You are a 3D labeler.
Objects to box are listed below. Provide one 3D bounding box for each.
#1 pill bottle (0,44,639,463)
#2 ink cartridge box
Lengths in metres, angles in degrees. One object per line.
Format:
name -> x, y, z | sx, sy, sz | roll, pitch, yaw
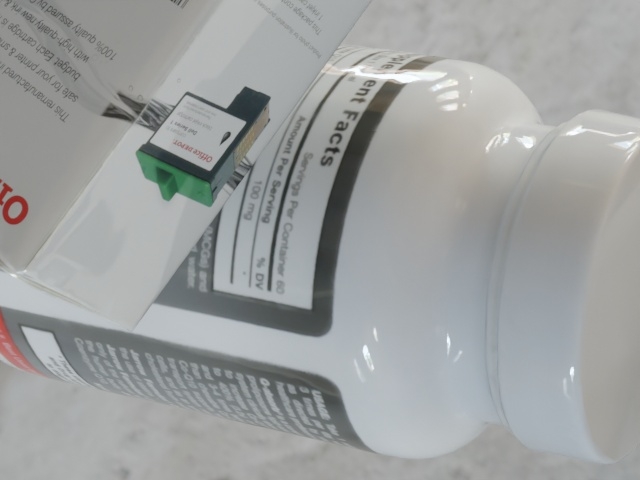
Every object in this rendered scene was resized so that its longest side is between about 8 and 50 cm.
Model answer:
pill bottle -> 0.000, 0.000, 1.038 | 0.363, 0.210, 0.210 | 11, 69, 27
ink cartridge box -> -0.097, -0.091, 0.924 | 0.160, 0.092, 0.219 | 37, 92, 38
